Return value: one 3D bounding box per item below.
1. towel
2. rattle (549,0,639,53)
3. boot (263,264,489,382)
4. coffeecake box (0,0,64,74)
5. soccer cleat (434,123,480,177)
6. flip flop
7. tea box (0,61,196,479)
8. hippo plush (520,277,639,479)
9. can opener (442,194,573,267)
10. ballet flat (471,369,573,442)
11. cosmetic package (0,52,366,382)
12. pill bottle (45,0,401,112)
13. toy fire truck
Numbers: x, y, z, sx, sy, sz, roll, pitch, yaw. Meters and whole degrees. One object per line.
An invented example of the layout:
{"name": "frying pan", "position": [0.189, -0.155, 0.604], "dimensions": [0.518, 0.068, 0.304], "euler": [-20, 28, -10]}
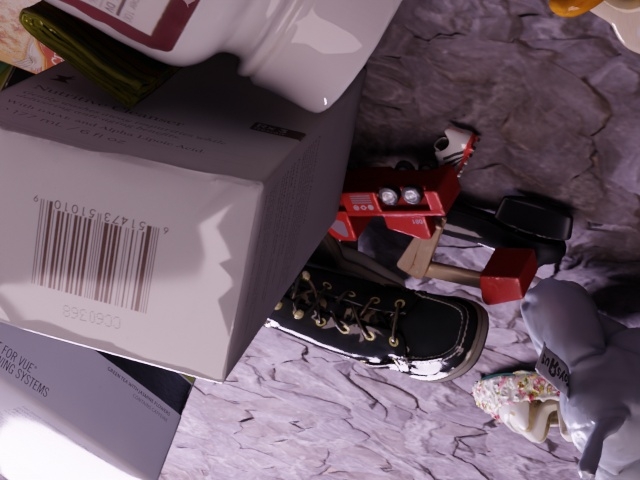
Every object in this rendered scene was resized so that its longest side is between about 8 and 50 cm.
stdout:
{"name": "towel", "position": [-0.130, -0.176, 1.061], "dimensions": [0.102, 0.237, 0.021], "euler": [38, 122, -1]}
{"name": "rattle", "position": [0.239, -0.148, 0.996], "dimensions": [0.130, 0.142, 0.199], "euler": [-13, 134, 14]}
{"name": "boot", "position": [0.029, 0.071, 1.335], "dimensions": [0.179, 0.085, 0.236], "euler": [20, 170, -30]}
{"name": "coffeecake box", "position": [-0.256, -0.216, 1.226], "dimensions": [0.186, 0.068, 0.142], "euler": [21, 150, -1]}
{"name": "soccer cleat", "position": [0.117, -0.076, 1.282], "dimensions": [0.036, 0.029, 0.083], "euler": [28, 146, 2]}
{"name": "flip flop", "position": [0.000, 0.000, 1.429], "dimensions": [0.112, 0.080, 0.277], "euler": [-10, 154, 33]}
{"name": "tea box", "position": [-0.286, 0.030, 1.384], "dimensions": [0.220, 0.323, 0.329], "euler": [-11, 138, 42]}
{"name": "hippo plush", "position": [0.336, 0.109, 1.334], "dimensions": [0.237, 0.234, 0.294], "euler": [-24, 153, 9]}
{"name": "can opener", "position": [0.147, -0.018, 1.342], "dimensions": [0.186, 0.073, 0.059], "euler": [14, -172, 15]}
{"name": "ballet flat", "position": [0.265, 0.187, 1.566], "dimensions": [0.241, 0.077, 0.091], "euler": [-10, 139, 40]}
{"name": "cosmetic package", "position": [-0.109, -0.052, 1.097], "dimensions": [0.217, 0.385, 0.156], "euler": [14, 112, 6]}
{"name": "pill bottle", "position": [-0.129, -0.257, 0.940], "dimensions": [0.392, 0.224, 0.224], "euler": [27, 149, -13]}
{"name": "toy fire truck", "position": [0.094, -0.007, 1.302], "dimensions": [0.192, 0.047, 0.135], "euler": [0, 127, 32]}
